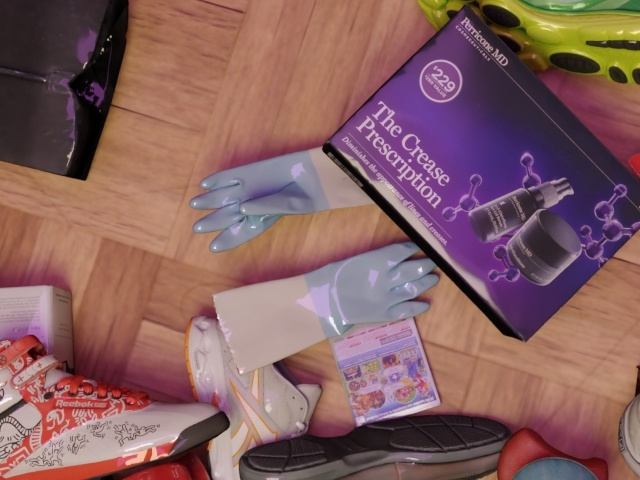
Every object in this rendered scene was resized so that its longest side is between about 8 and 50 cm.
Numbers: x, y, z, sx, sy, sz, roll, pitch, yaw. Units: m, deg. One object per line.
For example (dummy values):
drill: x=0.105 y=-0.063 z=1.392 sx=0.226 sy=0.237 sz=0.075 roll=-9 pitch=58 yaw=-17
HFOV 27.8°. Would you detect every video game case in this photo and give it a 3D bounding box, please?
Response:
video game case: x=0.059 y=0.117 z=1.278 sx=0.087 sy=0.011 sz=0.122 roll=-18 pitch=81 yaw=3

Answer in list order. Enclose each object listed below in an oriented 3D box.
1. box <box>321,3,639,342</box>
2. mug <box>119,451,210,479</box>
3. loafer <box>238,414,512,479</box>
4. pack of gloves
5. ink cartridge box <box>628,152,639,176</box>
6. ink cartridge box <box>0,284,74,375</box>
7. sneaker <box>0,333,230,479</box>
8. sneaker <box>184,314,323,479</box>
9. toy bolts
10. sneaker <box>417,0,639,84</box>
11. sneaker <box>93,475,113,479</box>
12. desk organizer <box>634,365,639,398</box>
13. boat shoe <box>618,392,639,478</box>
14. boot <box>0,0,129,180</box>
box: x=0.157 y=-0.061 z=1.221 sx=0.261 sy=0.103 sz=0.184 roll=45 pitch=87 yaw=-2
mug: x=-0.184 y=0.256 z=1.179 sx=0.169 sy=0.113 sz=0.150 roll=-14 pitch=118 yaw=-19
loafer: x=0.052 y=0.222 z=1.211 sx=0.267 sy=0.096 sz=0.084 roll=-5 pitch=106 yaw=-18
pack of gloves: x=0.000 y=0.000 z=1.244 sx=0.232 sy=0.046 sz=0.195 roll=-17 pitch=79 yaw=-17
ink cartridge box: x=0.423 y=-0.034 z=1.200 sx=0.181 sy=0.056 sz=0.225 roll=-31 pitch=81 yaw=-26
ink cartridge box: x=-0.320 y=0.144 z=1.282 sx=0.139 sy=0.082 sz=0.191 roll=-4 pitch=84 yaw=6
sneaker: x=-0.226 y=0.148 z=1.181 sx=0.270 sy=0.090 sz=0.145 roll=-17 pitch=83 yaw=9
sneaker: x=-0.049 y=0.189 z=1.241 sx=0.121 sy=0.099 sz=0.262 roll=-13 pitch=83 yaw=0
toy bolts: x=0.205 y=0.303 z=1.134 sx=0.218 sy=0.158 sz=0.228 roll=17 pitch=104 yaw=5
sneaker: x=0.231 y=-0.235 z=1.272 sx=0.295 sy=0.109 sz=0.123 roll=16 pitch=58 yaw=12
sneaker: x=-0.294 y=0.295 z=1.264 sx=0.221 sy=0.083 sz=0.087 roll=-41 pitch=67 yaw=-5
desk organizer: x=0.363 y=0.152 z=1.221 sx=0.130 sy=0.047 sz=0.050 roll=7 pitch=86 yaw=8
boat shoe: x=0.448 y=0.184 z=1.097 sx=0.367 sy=0.156 sz=0.136 roll=18 pitch=67 yaw=9
boot: x=-0.406 y=-0.279 z=1.292 sx=0.445 sy=0.146 sz=0.367 roll=15 pitch=106 yaw=12
